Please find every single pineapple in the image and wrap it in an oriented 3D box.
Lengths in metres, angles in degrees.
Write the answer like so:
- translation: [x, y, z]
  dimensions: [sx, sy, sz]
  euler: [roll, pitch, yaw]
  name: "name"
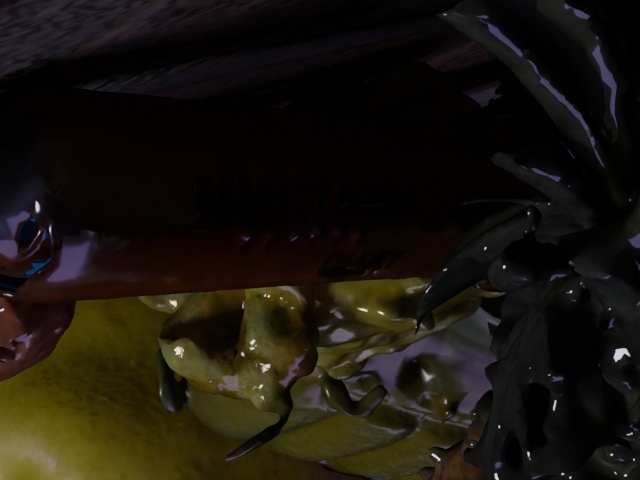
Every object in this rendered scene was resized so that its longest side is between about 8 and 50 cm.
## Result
- translation: [0.091, 0.039, 0.468]
  dimensions: [0.165, 0.364, 0.165]
  euler: [0, -149, 0]
  name: "pineapple"

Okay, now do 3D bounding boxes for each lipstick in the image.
- translation: [0.035, -0.015, 0.565]
  dimensions: [0.418, 0.077, 0.077]
  euler: [-1, 167, -44]
  name: "lipstick"

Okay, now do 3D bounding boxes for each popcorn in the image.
- translation: [0.009, -0.001, 0.697]
  dimensions: [0.168, 0.173, 0.195]
  euler: [-3, -176, 34]
  name: "popcorn"

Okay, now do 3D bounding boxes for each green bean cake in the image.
- translation: [0.080, 0.007, 0.924]
  dimensions: [0.310, 0.285, 0.202]
  euler: [17, 161, -28]
  name: "green bean cake"

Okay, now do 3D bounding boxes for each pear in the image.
- translation: [-0.118, 0.153, 1.106]
  dimensions: [0.362, 0.362, 0.418]
  euler: [-19, -171, 23]
  name: "pear"

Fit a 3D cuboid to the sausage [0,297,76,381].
- translation: [-0.210, 0.037, 0.591]
  dimensions: [0.087, 0.079, 0.326]
  euler: [29, 152, -32]
  name: "sausage"
